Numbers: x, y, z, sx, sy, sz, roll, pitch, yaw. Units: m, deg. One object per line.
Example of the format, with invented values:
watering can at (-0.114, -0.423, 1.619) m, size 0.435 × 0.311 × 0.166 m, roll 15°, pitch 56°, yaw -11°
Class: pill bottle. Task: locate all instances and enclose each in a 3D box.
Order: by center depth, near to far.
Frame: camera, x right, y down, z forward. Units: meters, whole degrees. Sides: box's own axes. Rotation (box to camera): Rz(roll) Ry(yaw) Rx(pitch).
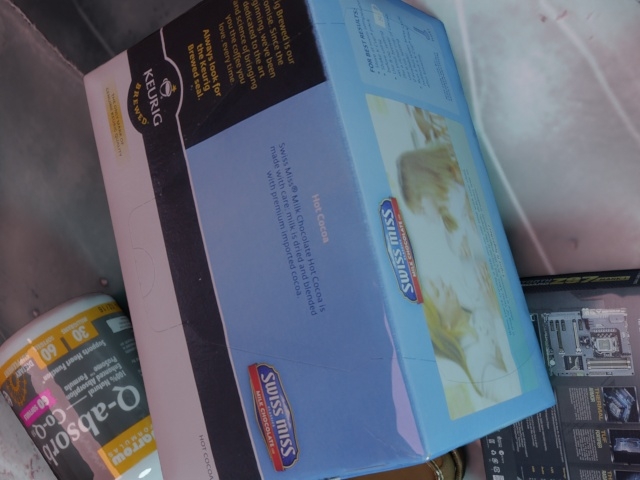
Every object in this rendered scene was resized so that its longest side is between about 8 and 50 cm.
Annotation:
pill bottle at (-0.234, 0.210, 0.914) m, size 0.162 × 0.162 × 0.278 m, roll -42°, pitch 81°, yaw 32°

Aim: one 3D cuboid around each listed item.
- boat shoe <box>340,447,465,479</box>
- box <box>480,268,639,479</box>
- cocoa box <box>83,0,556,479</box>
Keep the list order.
boat shoe at (-0.013, 0.205, 0.814) m, size 0.307 × 0.104 × 0.110 m, roll 12°, pitch 109°, yaw 27°
box at (0.227, 0.145, 0.683) m, size 0.183 × 0.059 × 0.232 m, roll -7°, pitch 99°, yaw 32°
cocoa box at (0.000, 0.000, 0.634) m, size 0.228 × 0.231 × 0.347 m, roll -21°, pitch 77°, yaw 33°
